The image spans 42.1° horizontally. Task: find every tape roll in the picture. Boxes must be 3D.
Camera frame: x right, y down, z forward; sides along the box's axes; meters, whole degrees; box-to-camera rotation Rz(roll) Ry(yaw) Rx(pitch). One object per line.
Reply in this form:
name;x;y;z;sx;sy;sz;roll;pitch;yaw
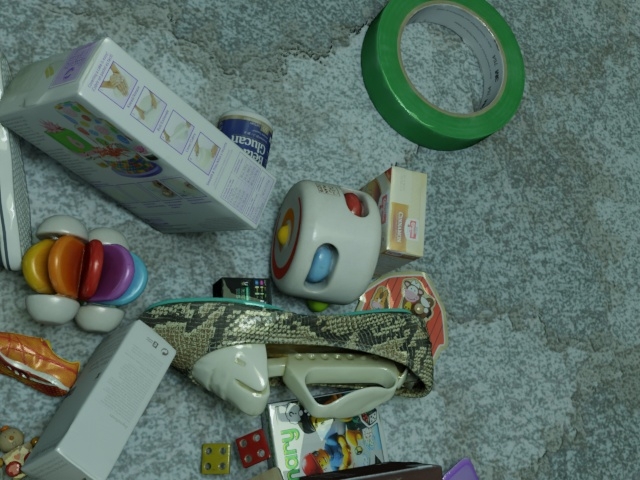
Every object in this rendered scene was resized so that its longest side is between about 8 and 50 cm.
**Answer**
tape roll;0.237;-0.334;1.594;0.321;0.077;0.321;6;74;-21

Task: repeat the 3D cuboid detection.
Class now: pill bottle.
pill bottle;-0.137;-0.121;1.376;0.094;0.094;0.169;15;71;-18

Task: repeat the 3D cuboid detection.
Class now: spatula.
spatula;0.295;0.515;1.422;0.084;0.030;0.296;-32;90;-25

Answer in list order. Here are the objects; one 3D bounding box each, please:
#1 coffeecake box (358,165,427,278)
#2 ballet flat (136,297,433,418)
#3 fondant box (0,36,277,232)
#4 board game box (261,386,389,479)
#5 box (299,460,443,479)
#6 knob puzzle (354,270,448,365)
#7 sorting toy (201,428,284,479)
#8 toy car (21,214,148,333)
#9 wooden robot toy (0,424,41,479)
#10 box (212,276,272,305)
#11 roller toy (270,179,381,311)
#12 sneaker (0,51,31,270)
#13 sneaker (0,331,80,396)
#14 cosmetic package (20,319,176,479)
coffeecake box;0.105;-0.026;1.399;0.068;0.185;0.142;11;72;-19
ballet flat;-0.038;0.187;1.277;0.483;0.164;0.182;5;48;-19
fondant box;-0.258;-0.131;1.186;0.330;0.238;0.096;38;63;-38
board game box;0.021;0.399;1.328;0.193;0.053;0.305;-5;79;-23
box;0.083;0.439;1.218;0.167;0.168;0.203;-3;78;-22
knob puzzle;0.150;0.137;1.462;0.213;0.030;0.213;6;74;-20
sorting toy;-0.095;0.420;1.245;0.132;0.046;0.274;-28;66;10
toy car;-0.332;0.047;1.212;0.182;0.136;0.159;21;65;-48
wooden robot toy;-0.420;0.290;1.171;0.173;0.076;0.079;-27;77;-26
box;-0.126;0.090;1.343;0.083;0.062;0.052;2;75;-22
roller toy;0.000;0.000;1.346;0.146;0.191;0.209;12;73;-18
sneaker;-0.501;-0.108;1.211;0.127;0.126;0.321;-8;87;-10
sneaker;-0.436;0.164;1.209;0.175;0.064;0.067;34;47;-16
cosmetic package;-0.306;0.233;1.161;0.085;0.117;0.231;43;42;-17
